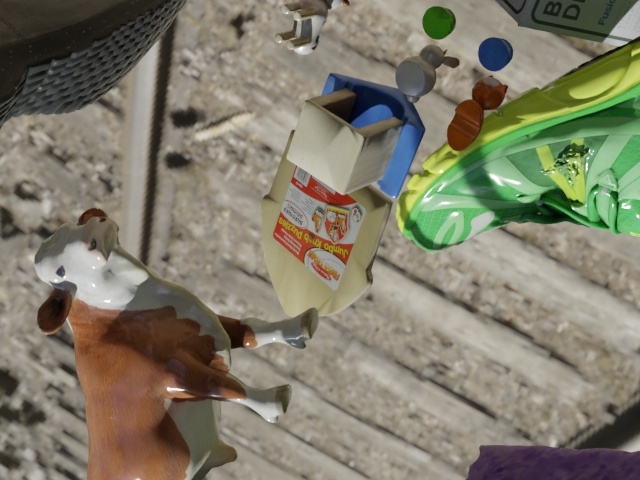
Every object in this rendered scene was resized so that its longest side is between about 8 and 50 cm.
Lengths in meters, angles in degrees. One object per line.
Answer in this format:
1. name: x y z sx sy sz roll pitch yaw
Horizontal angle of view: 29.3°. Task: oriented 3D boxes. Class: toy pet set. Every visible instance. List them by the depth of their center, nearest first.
1. toy pet set: 0.038 -0.077 0.603 0.122 0.065 0.114 35 123 23

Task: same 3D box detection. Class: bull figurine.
1. bull figurine: -0.105 0.114 0.886 0.188 0.101 0.310 10 123 15

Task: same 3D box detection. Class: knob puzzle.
1. knob puzzle: 0.000 0.000 1.376 0.030 0.213 0.213 -5 -177 -43

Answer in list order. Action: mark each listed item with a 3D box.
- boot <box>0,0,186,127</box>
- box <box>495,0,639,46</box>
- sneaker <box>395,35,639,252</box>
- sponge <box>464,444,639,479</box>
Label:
1. boot: -0.261 -0.191 0.904 0.222 0.338 0.118 47 131 4
2. box: 0.271 -0.210 0.838 0.290 0.087 0.169 8 121 -22
3. sneaker: 0.168 -0.044 0.758 0.295 0.109 0.123 -25 90 38
4. sponge: 0.070 0.151 0.314 0.117 0.210 0.031 -4 138 34
